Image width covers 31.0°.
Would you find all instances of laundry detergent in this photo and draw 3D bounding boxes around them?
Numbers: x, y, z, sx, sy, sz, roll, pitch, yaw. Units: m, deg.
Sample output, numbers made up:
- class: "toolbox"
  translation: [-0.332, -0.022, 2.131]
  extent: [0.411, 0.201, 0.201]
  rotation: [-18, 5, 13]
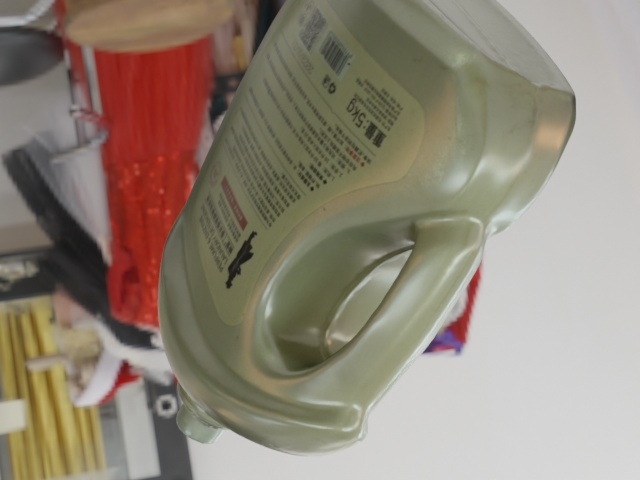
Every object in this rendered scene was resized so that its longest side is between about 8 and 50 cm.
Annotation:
- class: "laundry detergent"
  translation: [0.000, 0.000, 0.529]
  extent: [0.091, 0.181, 0.253]
  rotation: [14, 120, -35]
